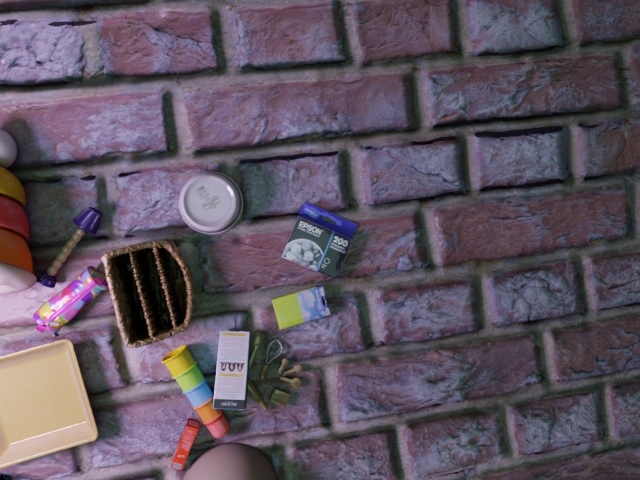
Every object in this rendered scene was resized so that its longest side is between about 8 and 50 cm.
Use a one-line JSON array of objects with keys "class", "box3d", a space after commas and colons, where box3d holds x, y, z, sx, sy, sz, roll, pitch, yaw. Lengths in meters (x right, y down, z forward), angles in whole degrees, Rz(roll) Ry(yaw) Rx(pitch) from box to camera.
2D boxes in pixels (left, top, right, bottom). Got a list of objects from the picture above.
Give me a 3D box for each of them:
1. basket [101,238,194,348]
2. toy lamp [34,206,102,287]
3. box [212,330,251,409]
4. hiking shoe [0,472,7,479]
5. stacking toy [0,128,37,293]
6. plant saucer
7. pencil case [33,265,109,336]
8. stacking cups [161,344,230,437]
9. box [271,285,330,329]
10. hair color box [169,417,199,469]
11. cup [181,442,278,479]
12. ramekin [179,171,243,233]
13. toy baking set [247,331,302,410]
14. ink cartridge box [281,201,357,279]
[{"class": "basket", "box3d": [-0.504, 0.151, 1.534, 0.214, 0.223, 0.298, -12, 93, -8]}, {"class": "toy lamp", "box3d": [-0.780, 0.017, 1.563, 0.080, 0.080, 0.274, 37, 89, -8]}, {"class": "box", "box3d": [-0.283, 0.417, 1.620, 0.101, 0.060, 0.244, 3, 76, -1]}, {"class": "hiking shoe", "box3d": [-0.990, 0.792, 1.536, 0.304, 0.113, 0.131, 21, 89, -9]}, {"class": "stacking toy", "box3d": [-0.974, -0.102, 1.457, 0.351, 0.350, 0.478, 8, 73, -9]}, {"class": "plant saucer", "box3d": [-0.890, 0.497, 1.559, 0.333, 0.081, 0.332, -15, 94, -9]}, {"class": "pencil case", "box3d": [-0.772, 0.187, 1.557, 0.236, 0.104, 0.104, -44, 97, -6]}, {"class": "stacking cups", "box3d": [-0.390, 0.493, 1.628, 0.096, 0.096, 0.316, -32, 97, -6]}, {"class": "box", "box3d": [-0.066, 0.224, 1.692, 0.179, 0.042, 0.108, -16, 95, -8]}, {"class": "hair color box", "box3d": [-0.442, 0.663, 1.636, 0.043, 0.072, 0.141, 21, 88, -9]}, {"class": "cup", "box3d": [-0.275, 0.827, 1.555, 0.332, 0.237, 0.330, 2, 81, -13]}, {"class": "ramekin", "box3d": [-0.352, -0.121, 1.605, 0.208, 0.109, 0.206, 0, 92, -8]}, {"class": "toy baking set", "box3d": [-0.176, 0.443, 1.693, 0.197, 0.030, 0.256, -41, 96, -8]}, {"class": "ink cartridge box", "box3d": [0.000, 0.000, 1.695, 0.207, 0.045, 0.208, 23, 87, -8]}]
